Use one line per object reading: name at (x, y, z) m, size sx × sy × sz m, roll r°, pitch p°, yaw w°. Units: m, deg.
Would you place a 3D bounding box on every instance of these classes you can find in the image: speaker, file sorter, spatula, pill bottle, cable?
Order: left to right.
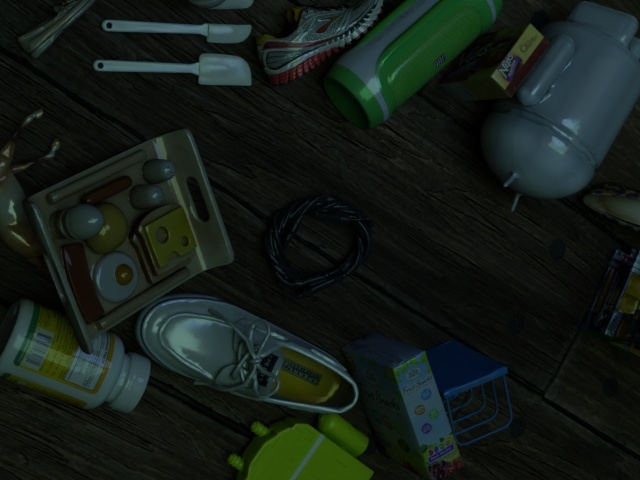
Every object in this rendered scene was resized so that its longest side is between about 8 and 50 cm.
pill bottle at (-0.354, 0.171, 1.529) m, size 0.208 × 0.117 × 0.117 m, roll 26°, pitch 86°, yaw -23°
spatula at (-0.214, -0.317, 1.585) m, size 0.242 × 0.019 × 0.168 m, roll -1°, pitch 102°, yaw -22°
cable at (0.000, 0.000, 1.704) m, size 0.184 × 0.047 × 0.150 m, roll -25°, pitch 101°, yaw -16°
speaker at (0.146, -0.307, 1.678) m, size 0.296 × 0.131 × 0.131 m, roll -42°, pitch 110°, yaw -13°
file sorter at (0.218, 0.249, 1.756) m, size 0.118 × 0.170 × 0.104 m, roll -18°, pitch 107°, yaw -20°

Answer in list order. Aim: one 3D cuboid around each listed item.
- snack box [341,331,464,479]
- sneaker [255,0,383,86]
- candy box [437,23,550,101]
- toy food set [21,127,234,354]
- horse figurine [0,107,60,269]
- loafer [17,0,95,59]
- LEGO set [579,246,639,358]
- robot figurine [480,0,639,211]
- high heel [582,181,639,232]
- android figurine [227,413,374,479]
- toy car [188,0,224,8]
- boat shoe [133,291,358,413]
snack box at (0.129, 0.264, 1.716) m, size 0.070 × 0.174 × 0.207 m, roll -25°, pitch 105°, yaw -22°
sneaker at (0.002, -0.328, 1.635) m, size 0.225 × 0.088 × 0.092 m, roll -36°, pitch 107°, yaw -16°
candy box at (0.272, -0.279, 1.701) m, size 0.053 × 0.187 × 0.109 m, roll 40°, pitch 81°, yaw -19°
toy food set at (-0.258, -0.007, 1.510) m, size 0.306 × 0.092 × 0.219 m, roll -33°, pitch 111°, yaw -44°
horse figurine at (-0.413, -0.056, 1.505) m, size 0.174 × 0.066 × 0.263 m, roll -36°, pitch 106°, yaw -23°
loafer at (-0.370, -0.309, 1.504) m, size 0.039 × 0.045 × 0.125 m, roll 45°, pitch 81°, yaw -15°
LEGO set at (0.619, 0.115, 1.850) m, size 0.255 × 0.331 × 0.192 m, roll 24°, pitch 85°, yaw -3°
robot figurine at (0.394, -0.214, 1.755) m, size 0.353 × 0.200 × 0.300 m, roll -58°, pitch 145°, yaw -8°
high heel at (0.577, -0.029, 1.830) m, size 0.186 × 0.261 × 0.093 m, roll 1°, pitch 112°, yaw -25°
android figurine at (-0.028, 0.392, 1.730) m, size 0.273 × 0.056 × 0.248 m, roll 37°, pitch 82°, yaw -23°
toy car at (-0.192, -0.428, 1.519) m, size 0.136 × 0.159 × 0.182 m, roll 9°, pitch 67°, yaw 18°
boat shoe at (-0.099, 0.186, 1.618) m, size 0.367 × 0.156 × 0.136 m, roll 27°, pitch 86°, yaw -24°
